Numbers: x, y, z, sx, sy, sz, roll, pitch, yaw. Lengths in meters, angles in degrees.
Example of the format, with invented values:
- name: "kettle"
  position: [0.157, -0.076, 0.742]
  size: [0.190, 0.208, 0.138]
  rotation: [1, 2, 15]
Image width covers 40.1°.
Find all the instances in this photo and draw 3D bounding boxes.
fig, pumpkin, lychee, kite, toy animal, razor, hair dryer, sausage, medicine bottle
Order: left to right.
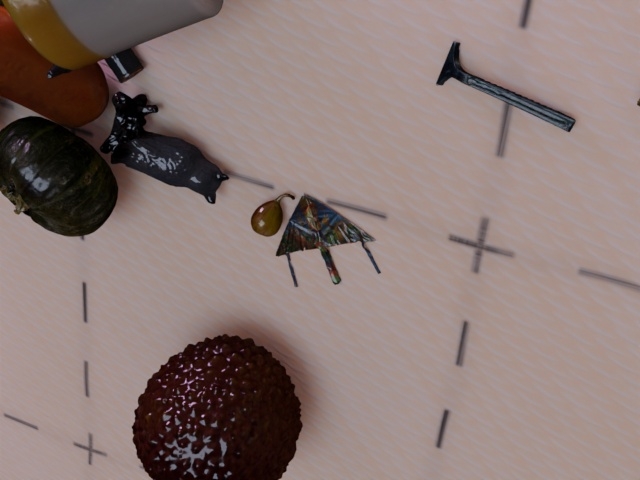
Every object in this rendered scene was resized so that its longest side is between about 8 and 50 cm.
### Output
- name: "sausage"
  position: [-0.429, -0.261, 1.326]
  size: [0.133, 0.133, 0.258]
  rotation: [-24, 145, 33]
- name: "pumpkin"
  position: [-0.439, -0.100, 1.428]
  size: [0.223, 0.157, 0.224]
  rotation: [34, 158, 16]
- name: "hair dryer"
  position: [-0.364, -0.299, 1.289]
  size: [0.050, 0.195, 0.173]
  rotation: [-30, 99, 28]
- name: "medicine bottle"
  position: [-0.277, -0.375, 1.157]
  size: [0.231, 0.238, 0.238]
  rotation: [-17, 106, 14]
- name: "toy animal"
  position: [-0.246, -0.133, 1.365]
  size: [0.210, 0.117, 0.121]
  rotation: [32, 117, 11]
- name: "lychee"
  position: [-0.173, 0.305, 1.463]
  size: [0.275, 0.275, 0.304]
  rotation: [30, 98, 10]
- name: "fig"
  position: [-0.073, -0.044, 1.370]
  size: [0.050, 0.050, 0.083]
  rotation: [42, 107, 1]
- name: "kite"
  position: [0.000, 0.000, 1.374]
  size: [0.182, 0.010, 0.160]
  rotation: [-10, 110, 29]
- name: "razor"
  position: [0.243, -0.189, 1.149]
  size: [0.190, 0.033, 0.066]
  rotation: [28, 124, 10]

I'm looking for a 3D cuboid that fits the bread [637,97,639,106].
- name: "bread"
  position: [0.431, -0.165, 1.065]
  size: [0.083, 0.047, 0.036]
  rotation: [27, 153, 14]

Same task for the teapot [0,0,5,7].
- name: "teapot"
  position: [-0.632, -0.304, 1.435]
  size: [0.270, 0.200, 0.337]
  rotation: [46, 131, 30]
